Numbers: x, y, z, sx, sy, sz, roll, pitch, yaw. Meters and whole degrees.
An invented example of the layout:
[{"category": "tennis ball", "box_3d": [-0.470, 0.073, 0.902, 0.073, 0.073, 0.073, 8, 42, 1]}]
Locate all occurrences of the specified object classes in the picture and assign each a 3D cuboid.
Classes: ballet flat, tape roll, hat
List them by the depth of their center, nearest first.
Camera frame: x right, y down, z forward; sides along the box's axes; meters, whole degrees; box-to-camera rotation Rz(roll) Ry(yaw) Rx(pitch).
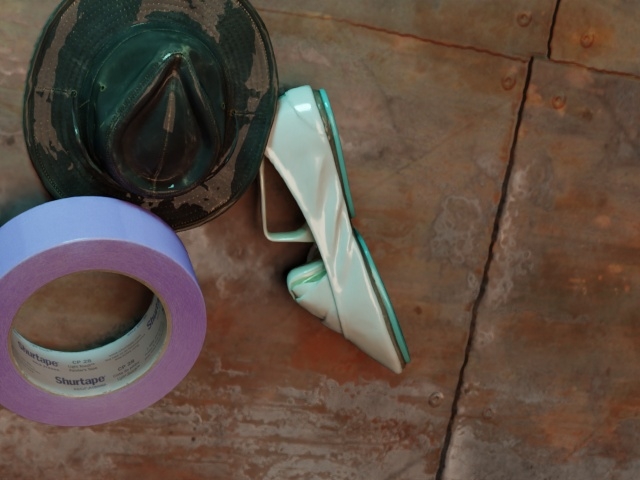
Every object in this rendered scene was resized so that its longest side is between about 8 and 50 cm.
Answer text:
[{"category": "hat", "box_3d": [-0.189, -0.151, 1.909, 0.331, 0.134, 0.331, -3, 105, -11]}, {"category": "tape roll", "box_3d": [-0.275, 0.086, 1.929, 0.275, 0.090, 0.274, -9, 126, -13]}, {"category": "ballet flat", "box_3d": [0.000, 0.000, 2.097, 0.139, 0.139, 0.400, -26, 111, -19]}]
